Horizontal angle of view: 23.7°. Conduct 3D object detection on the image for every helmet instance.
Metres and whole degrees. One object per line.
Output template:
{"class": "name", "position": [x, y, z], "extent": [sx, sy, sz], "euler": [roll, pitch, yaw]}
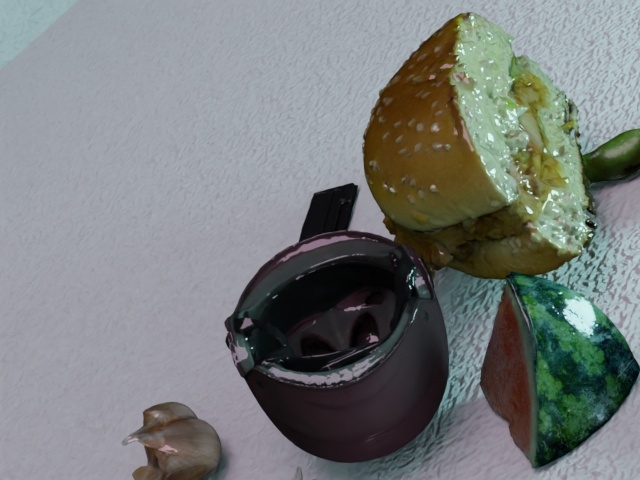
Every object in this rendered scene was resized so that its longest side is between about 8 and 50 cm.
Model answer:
{"class": "helmet", "position": [0.036, 0.144, 1.914], "extent": [0.271, 0.197, 0.338], "euler": [-24, 25, -2]}

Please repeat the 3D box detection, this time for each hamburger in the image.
{"class": "hamburger", "position": [0.180, -0.104, 2.048], "extent": [0.287, 0.268, 0.445], "euler": [-40, 26, 25]}

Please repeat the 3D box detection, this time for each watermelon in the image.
{"class": "watermelon", "position": [0.240, 0.146, 1.776], "extent": [0.202, 0.207, 0.136], "euler": [-32, 0, 32]}

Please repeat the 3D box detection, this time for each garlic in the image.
{"class": "garlic", "position": [-0.204, 0.272, 2.054], "extent": [0.124, 0.099, 0.174], "euler": [-22, 28, -11]}

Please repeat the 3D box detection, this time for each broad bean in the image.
{"class": "broad bean", "position": [0.391, -0.105, 2.086], "extent": [0.213, 0.048, 0.070], "euler": [-35, 41, 6]}

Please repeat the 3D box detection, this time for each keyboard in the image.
{"class": "keyboard", "position": [0.000, 0.000, 2.324], "extent": [0.087, 0.017, 0.250], "euler": [-16, 35, 24]}

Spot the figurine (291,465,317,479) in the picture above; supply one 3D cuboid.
{"class": "figurine", "position": [-0.057, 0.345, 1.824], "extent": [0.098, 0.081, 0.146], "euler": [-19, 34, 21]}
